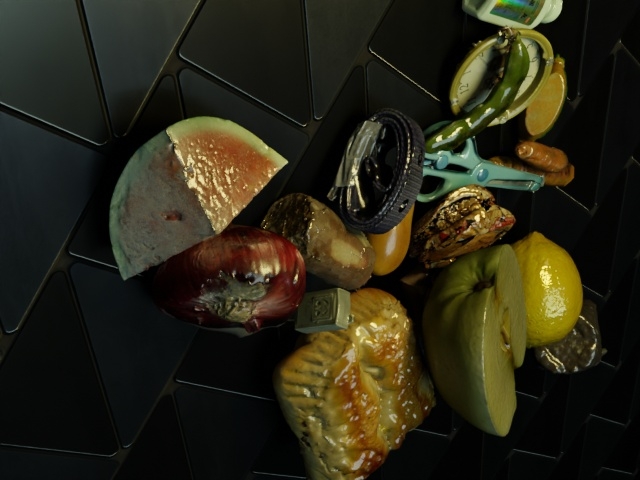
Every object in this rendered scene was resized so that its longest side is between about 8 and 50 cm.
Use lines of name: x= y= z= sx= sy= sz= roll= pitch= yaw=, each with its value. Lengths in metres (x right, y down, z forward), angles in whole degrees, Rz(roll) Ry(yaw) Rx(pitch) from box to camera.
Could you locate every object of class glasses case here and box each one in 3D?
glasses case: x=0.249 y=0.135 z=2.117 sx=0.102 sy=0.070 sz=0.193 roll=-37 pitch=137 yaw=-20

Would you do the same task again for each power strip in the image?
power strip: x=-0.014 y=0.139 z=1.812 sx=0.042 sy=0.175 sz=0.075 roll=24 pitch=62 yaw=-46

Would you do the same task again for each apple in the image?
apple: x=0.351 y=0.190 z=1.961 sx=0.311 sy=0.320 sz=0.360 roll=-31 pitch=130 yaw=-9

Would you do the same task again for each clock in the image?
clock: x=0.351 y=-0.331 z=1.875 sx=0.237 sy=0.057 sz=0.237 roll=-17 pitch=141 yaw=-15

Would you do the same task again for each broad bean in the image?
broad bean: x=0.314 y=-0.276 z=1.821 sx=0.144 sy=0.049 sz=0.292 roll=14 pitch=119 yaw=-42

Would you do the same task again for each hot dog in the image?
hot dog: x=0.064 y=0.288 z=1.963 sx=0.367 sy=0.196 sz=0.365 roll=-41 pitch=138 yaw=-25

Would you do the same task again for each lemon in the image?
lemon: x=0.505 y=0.126 z=2.230 sx=0.236 sy=0.236 sz=0.263 roll=-38 pitch=107 yaw=-17

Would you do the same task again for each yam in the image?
yam: x=-0.001 y=0.002 z=1.742 sx=0.238 sy=0.129 sz=0.128 roll=31 pitch=79 yaw=-47

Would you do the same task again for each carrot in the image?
carrot: x=0.480 y=-0.183 z=2.056 sx=0.186 sy=0.060 sz=0.060 roll=8 pitch=111 yaw=-47
carrot: x=0.474 y=-0.162 z=2.130 sx=0.314 sy=0.066 sz=0.066 roll=2 pitch=115 yaw=-43

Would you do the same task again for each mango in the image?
mango: x=0.139 y=-0.017 z=1.896 sx=0.102 sy=0.085 sz=0.184 roll=13 pitch=104 yaw=-41

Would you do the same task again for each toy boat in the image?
toy boat: x=0.478 y=-0.292 z=2.043 sx=0.088 sy=0.089 sz=0.230 roll=-58 pitch=168 yaw=-72

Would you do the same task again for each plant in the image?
plant: x=0.639 y=0.243 z=2.448 sx=0.276 sy=0.199 sz=0.188 roll=-1 pitch=86 yaw=-73

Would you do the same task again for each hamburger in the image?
hamburger: x=0.292 y=-0.023 z=1.979 sx=0.231 sy=0.107 sz=0.231 roll=-26 pitch=161 yaw=-10

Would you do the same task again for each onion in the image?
onion: x=-0.151 y=0.050 z=1.597 sx=0.272 sy=0.195 sz=0.272 roll=-3 pitch=156 yaw=-1

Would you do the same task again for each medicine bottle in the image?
medicine bottle: x=0.376 y=-0.469 z=1.806 sx=0.229 sy=0.083 sz=0.121 roll=1 pitch=118 yaw=-45

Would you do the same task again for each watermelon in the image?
watermelon: x=-0.195 y=-0.080 z=1.477 sx=0.260 sy=0.176 sz=0.256 roll=-48 pitch=163 yaw=-47

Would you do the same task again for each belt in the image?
belt: x=0.115 y=-0.126 z=1.743 sx=0.126 sy=0.139 sz=0.231 roll=8 pitch=99 yaw=-67

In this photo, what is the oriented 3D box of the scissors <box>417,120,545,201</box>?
scissors: x=0.333 y=-0.150 z=1.983 sx=0.393 sy=0.032 sz=0.180 roll=7 pitch=117 yaw=-35
